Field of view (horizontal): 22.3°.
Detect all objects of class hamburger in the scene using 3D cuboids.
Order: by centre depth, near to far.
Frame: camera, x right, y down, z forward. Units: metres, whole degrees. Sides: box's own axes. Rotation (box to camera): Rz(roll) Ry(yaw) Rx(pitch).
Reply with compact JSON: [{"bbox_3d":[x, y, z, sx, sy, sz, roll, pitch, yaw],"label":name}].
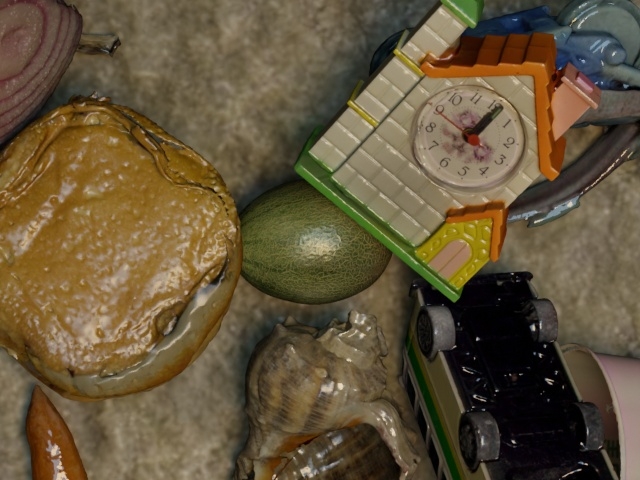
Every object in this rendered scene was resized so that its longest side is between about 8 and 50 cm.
[{"bbox_3d":[-0.225,0.014,1.670,0.318,0.158,0.319,0,85,3],"label":"hamburger"}]

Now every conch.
[{"bbox_3d":[0.008,0.193,1.730,0.210,0.159,0.291,27,126,0],"label":"conch"}]

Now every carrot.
[{"bbox_3d":[-0.281,0.254,1.726,0.072,0.072,0.205,-15,90,-8],"label":"carrot"}]

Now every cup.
[{"bbox_3d":[0.381,0.241,1.753,0.274,0.253,0.253,3,90,-17],"label":"cup"}]

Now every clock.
[{"bbox_3d":[0.139,-0.107,1.627,0.220,0.106,0.255,39,119,-7],"label":"clock"}]

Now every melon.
[{"bbox_3d":[0.000,0.000,1.732,0.192,0.139,0.139,-4,91,-11],"label":"melon"}]

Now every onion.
[{"bbox_3d":[-0.394,-0.228,1.639,0.230,0.272,0.256,36,78,19],"label":"onion"}]

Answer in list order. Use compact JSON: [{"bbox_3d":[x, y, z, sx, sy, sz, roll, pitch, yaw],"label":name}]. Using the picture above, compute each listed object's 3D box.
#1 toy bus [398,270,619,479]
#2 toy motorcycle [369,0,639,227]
[{"bbox_3d":[0.184,0.196,1.671,0.143,0.179,0.305,-4,46,-17],"label":"toy bus"},{"bbox_3d":[0.219,-0.132,1.743,0.319,0.182,0.241,-12,92,-7],"label":"toy motorcycle"}]
